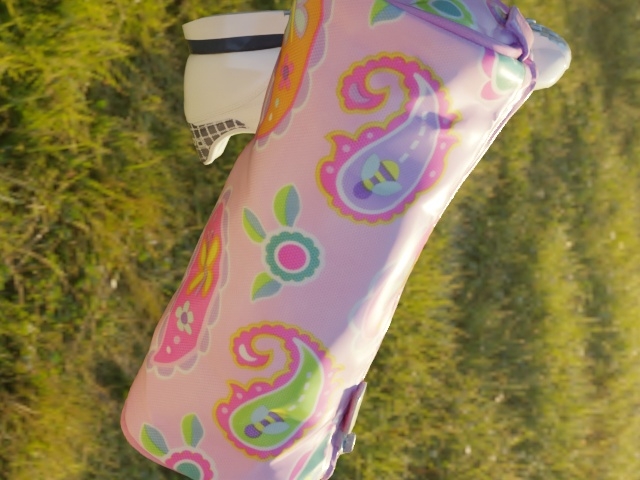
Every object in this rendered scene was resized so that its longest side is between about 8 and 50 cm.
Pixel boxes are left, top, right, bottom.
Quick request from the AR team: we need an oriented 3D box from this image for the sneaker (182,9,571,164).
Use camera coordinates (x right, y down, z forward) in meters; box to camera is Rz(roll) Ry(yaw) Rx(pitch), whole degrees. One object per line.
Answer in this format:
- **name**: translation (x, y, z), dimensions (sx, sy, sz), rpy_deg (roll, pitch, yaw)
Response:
- **sneaker**: translation (0.032, -0.094, 0.704), dimensions (0.090, 0.235, 0.095), rpy_deg (-45, 135, -75)

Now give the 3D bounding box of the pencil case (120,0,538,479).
- **pencil case**: translation (0.000, 0.000, 0.570), dimensions (0.124, 0.124, 0.284), rpy_deg (-12, 132, -54)
